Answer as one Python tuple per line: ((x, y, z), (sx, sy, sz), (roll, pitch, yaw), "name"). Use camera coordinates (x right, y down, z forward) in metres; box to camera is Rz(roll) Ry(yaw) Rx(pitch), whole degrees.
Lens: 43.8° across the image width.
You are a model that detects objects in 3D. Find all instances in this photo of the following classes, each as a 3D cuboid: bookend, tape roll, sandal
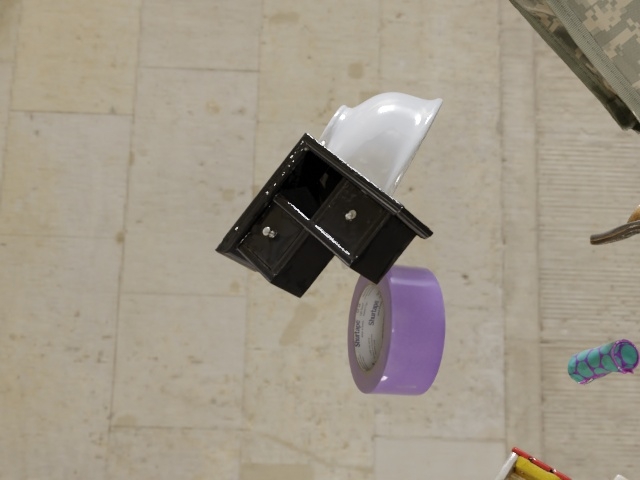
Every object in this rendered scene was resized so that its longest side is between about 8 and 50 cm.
((0.000, 0.000, 0.806), (0.156, 0.157, 0.072), (42, -174, 38), "bookend")
((0.105, 0.128, 1.149), (0.189, 0.080, 0.189), (-175, 90, -74), "tape roll")
((0.628, -0.045, 1.549), (0.090, 0.219, 0.060), (5, -112, -56), "sandal")

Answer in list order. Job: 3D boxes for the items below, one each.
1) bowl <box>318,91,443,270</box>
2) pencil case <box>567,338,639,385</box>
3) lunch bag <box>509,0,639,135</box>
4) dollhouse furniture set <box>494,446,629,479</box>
((0.058, -0.113, 1.217), (0.298, 0.134, 0.298), (-61, -1, -2), "bowl")
((0.566, 0.246, 1.597), (0.152, 0.064, 0.070), (133, 144, -62), "pencil case")
((0.268, -0.253, 0.636), (0.287, 0.235, 0.169), (49, -166, -4), "lunch bag")
((0.464, 0.451, 1.228), (0.152, 0.374, 0.201), (-47, -33, -26), "dollhouse furniture set")
